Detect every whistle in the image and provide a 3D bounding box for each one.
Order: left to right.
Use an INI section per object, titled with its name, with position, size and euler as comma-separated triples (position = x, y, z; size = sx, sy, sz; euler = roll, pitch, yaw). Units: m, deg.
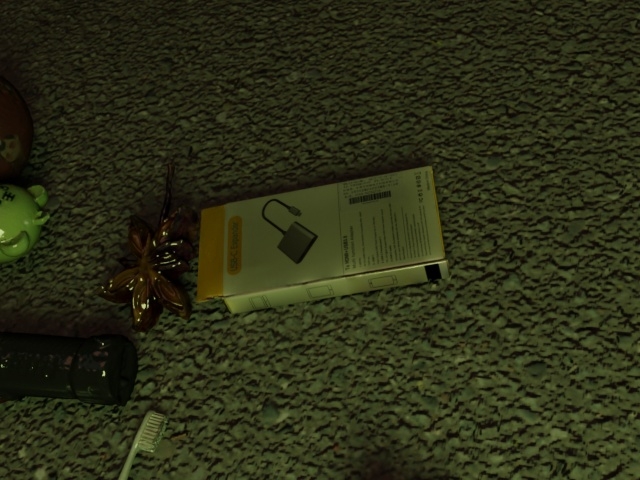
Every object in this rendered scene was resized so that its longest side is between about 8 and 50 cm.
[whistle]
position = -0.400, -0.014, 1.096
size = 0.227, 0.085, 0.105
euler = -6, 41, 13

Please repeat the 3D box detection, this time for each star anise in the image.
[star anise]
position = -0.164, 0.003, 1.016
size = 0.097, 0.070, 0.191
euler = -5, 69, 27

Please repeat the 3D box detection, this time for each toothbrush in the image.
[toothbrush]
position = -0.190, 0.258, 0.854
size = 0.024, 0.018, 0.257
euler = 12, 55, 17

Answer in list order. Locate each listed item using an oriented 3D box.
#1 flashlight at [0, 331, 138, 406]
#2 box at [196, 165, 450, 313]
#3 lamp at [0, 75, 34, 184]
[flashlight]
position = -0.290, 0.121, 0.958
size = 0.231, 0.093, 0.093
euler = 5, 53, 14
[box]
position = 0.000, 0.000, 0.999
size = 0.247, 0.033, 0.129
euler = -9, 50, 9
[lamp]
position = -0.406, -0.125, 1.166
size = 0.157, 0.135, 0.156
euler = 41, 101, 11
